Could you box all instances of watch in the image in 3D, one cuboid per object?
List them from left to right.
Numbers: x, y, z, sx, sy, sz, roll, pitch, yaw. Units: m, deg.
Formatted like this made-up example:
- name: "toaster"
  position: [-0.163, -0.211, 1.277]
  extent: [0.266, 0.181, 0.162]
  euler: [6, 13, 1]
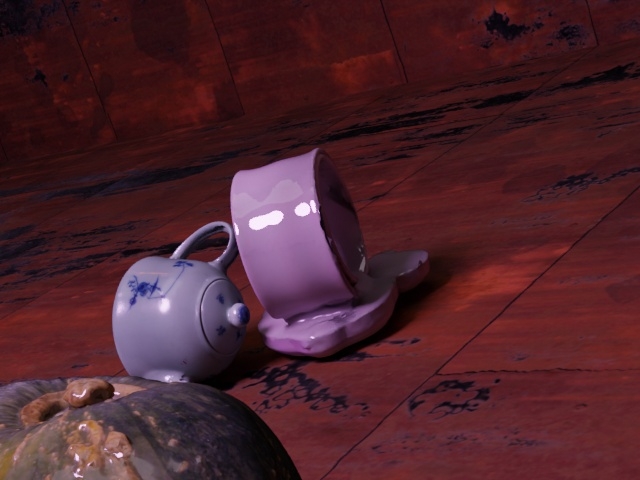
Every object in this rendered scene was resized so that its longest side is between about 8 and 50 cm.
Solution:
- name: "watch"
  position: [0.000, 0.000, 1.524]
  extent: [0.211, 0.217, 0.248]
  euler: [-15, 16, 15]

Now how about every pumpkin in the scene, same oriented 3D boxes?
- name: "pumpkin"
  position: [-0.147, 0.221, 0.842]
  extent: [0.292, 0.257, 0.328]
  euler: [-11, 5, -17]

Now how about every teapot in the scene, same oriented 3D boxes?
- name: "teapot"
  position: [-0.141, 0.087, 1.495]
  extent: [0.159, 0.159, 0.232]
  euler: [-9, 60, 33]
